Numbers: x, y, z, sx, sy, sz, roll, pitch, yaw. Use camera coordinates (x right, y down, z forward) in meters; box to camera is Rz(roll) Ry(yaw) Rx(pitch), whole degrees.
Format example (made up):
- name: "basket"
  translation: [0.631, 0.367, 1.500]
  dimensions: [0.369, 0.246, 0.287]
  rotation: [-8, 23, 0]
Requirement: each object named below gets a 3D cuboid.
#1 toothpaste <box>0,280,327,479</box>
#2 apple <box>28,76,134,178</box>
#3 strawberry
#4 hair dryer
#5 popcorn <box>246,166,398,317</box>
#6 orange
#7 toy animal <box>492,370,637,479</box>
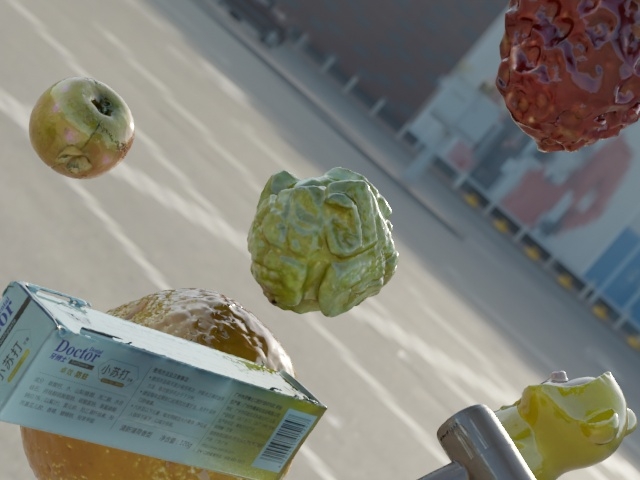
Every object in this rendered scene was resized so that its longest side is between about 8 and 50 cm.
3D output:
- name: "toothpaste"
  translation: [-0.121, 0.113, 1.198]
  dimensions: [0.071, 0.089, 0.313]
  rotation: [40, 10, 37]
- name: "apple"
  translation: [-0.327, -0.150, 2.216]
  dimensions: [0.146, 0.146, 0.146]
  rotation: [40, 6, -5]
- name: "strawberry"
  translation: [0.313, -0.232, 1.592]
  dimensions: [0.265, 0.336, 0.149]
  rotation: [41, -16, -32]
- name: "hair dryer"
  translation: [0.115, 0.248, 1.600]
  dimensions: [0.117, 0.182, 0.064]
  rotation: [59, -11, 28]
- name: "popcorn"
  translation: [0.000, -0.001, 1.943]
  dimensions: [0.185, 0.167, 0.187]
  rotation: [2, 17, 16]
- name: "orange"
  translation: [-0.187, 0.223, 1.989]
  dimensions: [0.340, 0.340, 0.293]
  rotation: [-115, -178, -76]
- name: "toy animal"
  translation: [0.265, 0.244, 1.969]
  dimensions: [0.156, 0.230, 0.156]
  rotation: [54, 18, -26]
